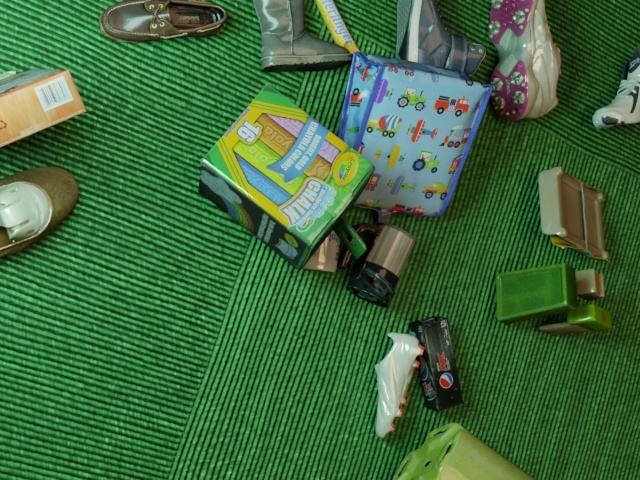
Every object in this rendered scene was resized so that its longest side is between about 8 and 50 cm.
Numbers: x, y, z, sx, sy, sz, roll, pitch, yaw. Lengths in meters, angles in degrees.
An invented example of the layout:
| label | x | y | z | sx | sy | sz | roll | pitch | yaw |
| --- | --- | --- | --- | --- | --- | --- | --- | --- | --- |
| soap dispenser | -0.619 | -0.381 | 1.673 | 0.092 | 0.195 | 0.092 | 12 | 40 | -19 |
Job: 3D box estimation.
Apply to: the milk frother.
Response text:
| label | x | y | z | sx | sy | sz | roll | pitch | yaw |
| --- | --- | --- | --- | --- | --- | --- | --- | --- | --- |
| milk frother | 0.116 | 0.039 | 1.689 | 0.129 | 0.143 | 0.134 | 34 | 75 | -38 |

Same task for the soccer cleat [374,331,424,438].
| label | x | y | z | sx | sy | sz | roll | pitch | yaw |
| --- | --- | --- | --- | --- | --- | --- | --- | --- | --- |
| soccer cleat | 0.129 | 0.264 | 1.749 | 0.076 | 0.068 | 0.196 | 19 | 90 | 8 |

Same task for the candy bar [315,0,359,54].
| label | x | y | z | sx | sy | sz | roll | pitch | yaw |
| --- | --- | --- | --- | --- | --- | --- | --- | --- | --- |
| candy bar | 0.020 | -0.407 | 1.725 | 0.040 | 0.018 | 0.161 | -32 | 103 | -22 |

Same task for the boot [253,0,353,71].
| label | x | y | z | sx | sy | sz | roll | pitch | yaw |
| --- | --- | --- | --- | --- | --- | --- | --- | --- | --- |
| boot | -0.037 | -0.406 | 1.677 | 0.190 | 0.076 | 0.208 | -4 | 85 | -27 |

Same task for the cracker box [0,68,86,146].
| label | x | y | z | sx | sy | sz | roll | pitch | yaw |
| --- | --- | --- | --- | --- | --- | --- | --- | --- | --- |
| cracker box | -0.448 | -0.189 | 1.360 | 0.156 | 0.232 | 0.067 | -29 | 111 | -23 |

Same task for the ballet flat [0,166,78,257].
| label | x | y | z | sx | sy | sz | roll | pitch | yaw |
| --- | --- | --- | --- | --- | --- | --- | --- | --- | --- |
| ballet flat | -0.513 | -0.021 | 1.419 | 0.342 | 0.124 | 0.116 | -22 | 99 | -23 |

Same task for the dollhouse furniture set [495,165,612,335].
| label | x | y | z | sx | sy | sz | roll | pitch | yaw |
| --- | --- | --- | --- | --- | --- | --- | --- | --- | --- |
| dollhouse furniture set | 0.463 | 0.026 | 1.899 | 0.197 | 0.151 | 0.301 | 22 | 62 | -43 |

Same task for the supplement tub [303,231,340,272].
| label | x | y | z | sx | sy | sz | roll | pitch | yaw |
| --- | --- | --- | --- | --- | --- | --- | --- | --- | --- |
| supplement tub | 0.000 | 0.000 | 1.683 | 0.071 | 0.071 | 0.107 | 8 | 86 | -24 |

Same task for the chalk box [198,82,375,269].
| label | x | y | z | sx | sy | sz | roll | pitch | yaw |
| --- | --- | --- | --- | --- | --- | --- | --- | --- | --- |
| chalk box | -0.034 | -0.080 | 1.562 | 0.289 | 0.180 | 0.179 | 37 | 74 | 1 |

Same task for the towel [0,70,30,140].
| label | x | y | z | sx | sy | sz | roll | pitch | yaw |
| --- | --- | --- | --- | --- | --- | --- | --- | --- | --- |
| towel | -0.524 | -0.196 | 1.469 | 0.148 | 0.027 | 0.110 | -19 | 98 | -25 |

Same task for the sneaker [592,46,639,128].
| label | x | y | z | sx | sy | sz | roll | pitch | yaw |
| --- | --- | --- | --- | --- | --- | --- | --- | --- | --- |
| sneaker | 0.642 | -0.320 | 1.968 | 0.235 | 0.094 | 0.153 | -14 | 94 | -24 |

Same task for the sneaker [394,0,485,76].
| label | x | y | z | sx | sy | sz | roll | pitch | yaw |
| --- | --- | --- | --- | --- | --- | --- | --- | --- | --- |
| sneaker | 0.227 | -0.400 | 1.775 | 0.163 | 0.086 | 0.226 | 2 | 97 | -15 |

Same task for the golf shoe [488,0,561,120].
| label | x | y | z | sx | sy | sz | roll | pitch | yaw |
| --- | --- | --- | --- | --- | --- | --- | --- | --- | --- |
| golf shoe | 0.407 | -0.386 | 1.863 | 0.140 | 0.115 | 0.306 | -2 | 97 | -35 |

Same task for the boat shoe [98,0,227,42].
| label | x | y | z | sx | sy | sz | roll | pitch | yaw |
| --- | --- | --- | --- | --- | --- | --- | --- | --- | --- |
| boat shoe | -0.257 | -0.368 | 1.569 | 0.207 | 0.073 | 0.073 | -10 | 95 | -23 |

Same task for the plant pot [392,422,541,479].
| label | x | y | z | sx | sy | sz | roll | pitch | yaw |
| --- | --- | --- | --- | --- | --- | --- | --- | --- | --- |
| plant pot | 0.274 | 0.477 | 1.719 | 0.254 | 0.276 | 0.276 | 44 | 72 | -6 |

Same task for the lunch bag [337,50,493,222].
| label | x | y | z | sx | sy | sz | roll | pitch | yaw |
| --- | --- | --- | --- | --- | --- | --- | --- | --- | --- |
| lunch bag | 0.148 | -0.166 | 1.704 | 0.221 | 0.138 | 0.293 | 7 | 109 | -21 |

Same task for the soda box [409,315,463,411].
| label | x | y | z | sx | sy | sz | roll | pitch | yaw |
| --- | --- | --- | --- | --- | --- | --- | --- | --- | --- |
| soda box | 0.217 | 0.231 | 1.789 | 0.060 | 0.053 | 0.169 | -13 | 94 | -24 |
